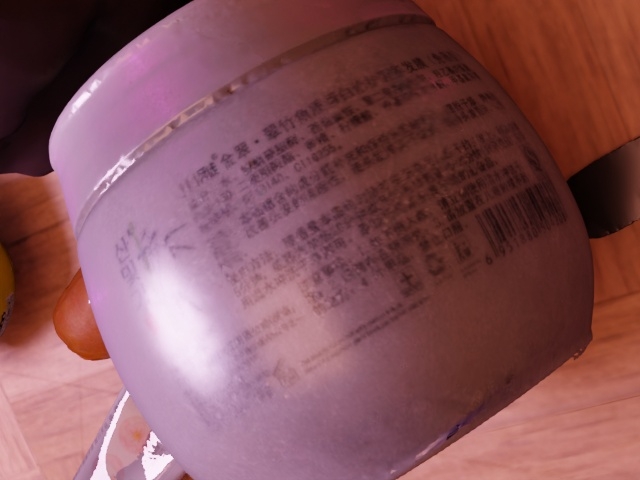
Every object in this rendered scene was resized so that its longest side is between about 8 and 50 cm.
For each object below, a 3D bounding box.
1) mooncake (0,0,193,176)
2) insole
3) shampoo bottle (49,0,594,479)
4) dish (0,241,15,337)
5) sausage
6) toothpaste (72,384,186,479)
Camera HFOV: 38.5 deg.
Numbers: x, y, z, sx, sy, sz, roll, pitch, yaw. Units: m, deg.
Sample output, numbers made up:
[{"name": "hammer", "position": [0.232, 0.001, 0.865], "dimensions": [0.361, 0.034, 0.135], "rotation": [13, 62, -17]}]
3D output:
[{"name": "mooncake", "position": [-0.284, -0.191, 0.557], "dimensions": [0.381, 0.350, 0.212], "rotation": [56, 131, 28]}, {"name": "insole", "position": [0.230, -0.061, 0.566], "dimensions": [0.188, 0.004, 0.064], "rotation": [-36, 88, 28]}, {"name": "shampoo bottle", "position": [0.000, 0.000, 0.536], "dimensions": [0.273, 0.273, 0.266], "rotation": [-35, 79, 28]}, {"name": "dish", "position": [-0.326, 0.043, 0.800], "dimensions": [0.148, 0.080, 0.208], "rotation": [34, 114, 7]}, {"name": "sausage", "position": [-0.142, 0.025, 0.717], "dimensions": [0.076, 0.076, 0.197], "rotation": [49, 119, 4]}, {"name": "toothpaste", "position": [-0.192, 0.236, 0.808], "dimensions": [0.100, 0.066, 0.323], "rotation": [40, 112, 14]}]
